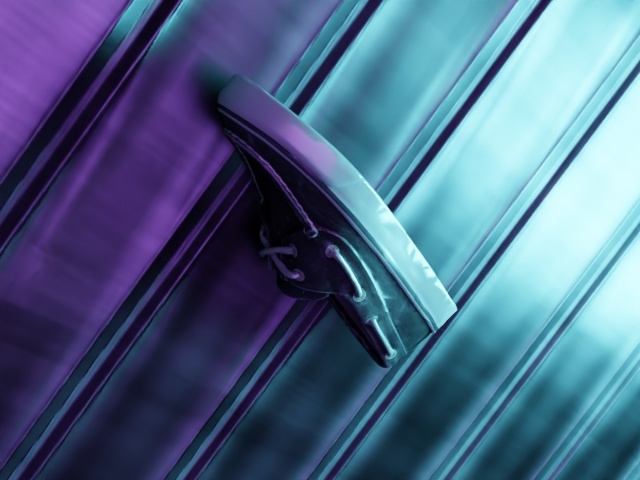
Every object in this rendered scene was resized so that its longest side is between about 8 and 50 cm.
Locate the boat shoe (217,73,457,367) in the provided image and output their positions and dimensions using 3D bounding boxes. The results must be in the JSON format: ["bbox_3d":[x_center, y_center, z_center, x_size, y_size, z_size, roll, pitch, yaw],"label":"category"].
[{"bbox_3d":[0.000,0.000,0.718,0.102,0.108,0.301,-45,129,-5],"label":"boat shoe"}]
